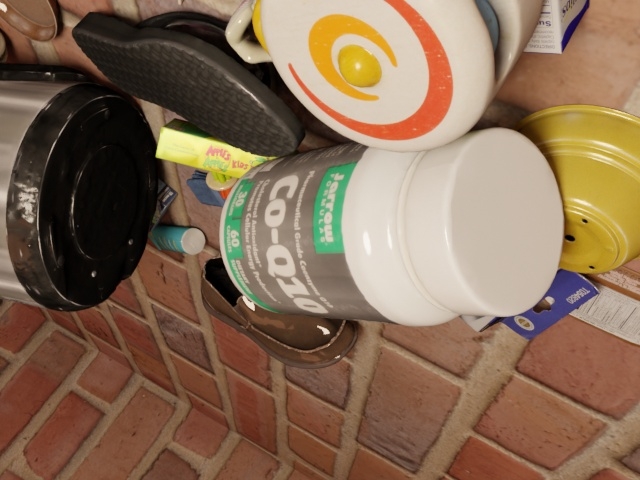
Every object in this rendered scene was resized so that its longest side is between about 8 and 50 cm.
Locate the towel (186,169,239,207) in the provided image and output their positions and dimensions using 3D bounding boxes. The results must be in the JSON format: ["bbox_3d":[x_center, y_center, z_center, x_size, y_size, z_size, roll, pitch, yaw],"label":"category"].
[{"bbox_3d":[-0.169,-0.083,1.192,0.119,0.029,0.067,10,142,36],"label":"towel"}]

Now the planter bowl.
[{"bbox_3d":[0.275,-0.030,0.739,0.217,0.090,0.217,25,150,16],"label":"planter bowl"}]

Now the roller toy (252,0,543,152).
[{"bbox_3d":[0.056,-0.171,0.540,0.209,0.146,0.191,35,150,0],"label":"roller toy"}]

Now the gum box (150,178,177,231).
[{"bbox_3d":[-0.378,-0.109,1.362,0.184,0.041,0.157,39,151,-8],"label":"gum box"}]

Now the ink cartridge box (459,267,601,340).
[{"bbox_3d":[0.214,0.044,0.914,0.224,0.045,0.223,39,157,10],"label":"ink cartridge box"}]

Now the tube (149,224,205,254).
[{"bbox_3d":[-0.310,-0.005,1.452,0.207,0.052,0.080,5,131,52],"label":"tube"}]

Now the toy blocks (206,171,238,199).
[{"bbox_3d":[-0.116,-0.080,1.100,0.123,0.054,0.148,9,144,17],"label":"toy blocks"}]

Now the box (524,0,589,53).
[{"bbox_3d":[0.147,-0.233,0.582,0.126,0.072,0.137,14,145,33],"label":"box"}]

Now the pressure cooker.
[{"bbox_3d":[-0.525,-0.091,1.130,0.420,0.375,0.370,9,132,15],"label":"pressure cooker"}]

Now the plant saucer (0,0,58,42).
[{"bbox_3d":[-0.456,-0.376,1.051,0.168,0.029,0.168,26,151,16],"label":"plant saucer"}]

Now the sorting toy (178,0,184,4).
[{"bbox_3d":[-0.183,-0.333,0.818,0.083,0.045,0.075,32,144,7],"label":"sorting toy"}]

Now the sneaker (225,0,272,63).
[{"bbox_3d":[-0.001,-0.228,0.706,0.252,0.111,0.103,-4,134,49],"label":"sneaker"}]

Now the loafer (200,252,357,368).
[{"bbox_3d":[-0.101,0.129,1.334,0.366,0.134,0.130,17,147,29],"label":"loafer"}]

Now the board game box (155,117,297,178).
[{"bbox_3d":[-0.124,-0.119,0.962,0.181,0.043,0.092,14,-164,-5],"label":"board game box"}]

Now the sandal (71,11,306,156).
[{"bbox_3d":[-0.172,-0.234,0.901,0.446,0.107,0.167,29,163,38],"label":"sandal"}]

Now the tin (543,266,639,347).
[{"bbox_3d":[0.358,0.073,0.867,0.190,0.040,0.106,26,146,17],"label":"tin"}]

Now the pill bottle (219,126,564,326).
[{"bbox_3d":[0.061,-0.012,0.767,0.361,0.204,0.204,-4,133,53],"label":"pill bottle"}]

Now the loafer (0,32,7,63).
[{"bbox_3d":[-0.645,-0.339,1.241,0.268,0.102,0.092,17,157,25],"label":"loafer"}]
